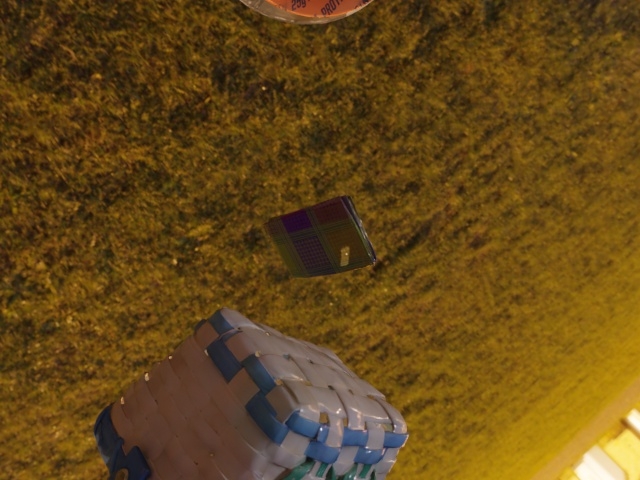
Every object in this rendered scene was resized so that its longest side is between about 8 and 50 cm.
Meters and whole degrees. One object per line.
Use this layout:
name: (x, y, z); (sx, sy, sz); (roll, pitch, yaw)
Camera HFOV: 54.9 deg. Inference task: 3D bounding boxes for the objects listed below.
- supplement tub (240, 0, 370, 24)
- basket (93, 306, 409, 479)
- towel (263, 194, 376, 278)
supplement tub: (-0.025, -0.339, 0.610); (0.206, 0.338, 0.207); (-5, 122, -8)
basket: (-0.084, 0.218, 0.517); (0.289, 0.201, 0.254); (-51, 141, 9)
towel: (0.000, 0.000, 0.476); (0.083, 0.060, 0.009); (-15, -160, 36)
